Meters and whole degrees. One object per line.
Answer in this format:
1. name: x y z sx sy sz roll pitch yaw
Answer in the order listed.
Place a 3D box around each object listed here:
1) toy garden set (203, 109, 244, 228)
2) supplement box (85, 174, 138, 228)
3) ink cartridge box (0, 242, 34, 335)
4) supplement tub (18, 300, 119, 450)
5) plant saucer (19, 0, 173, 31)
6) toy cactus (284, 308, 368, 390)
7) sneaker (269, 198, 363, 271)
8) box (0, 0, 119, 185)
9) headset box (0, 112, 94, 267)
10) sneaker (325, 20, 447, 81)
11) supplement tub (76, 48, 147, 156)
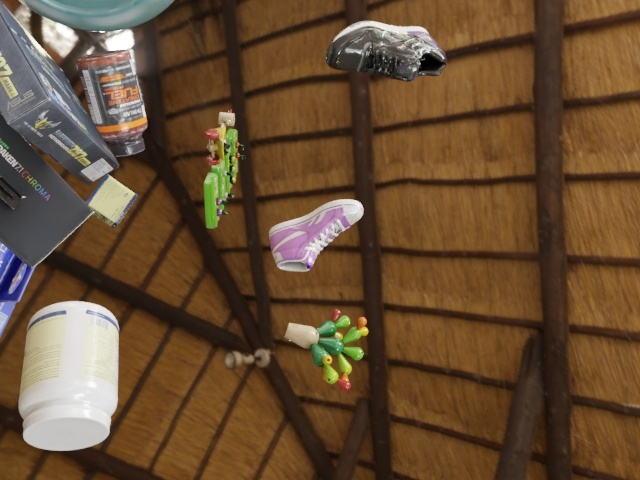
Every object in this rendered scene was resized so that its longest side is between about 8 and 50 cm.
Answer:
1. toy garden set: -0.194 -0.175 1.358 0.049 0.204 0.244 6 -144 2
2. supplement box: -0.470 -0.087 1.441 0.056 0.083 0.083 -17 -140 62
3. ink cartridge box: -0.720 0.037 1.242 0.395 0.151 0.270 14 -112 6
4. supplement tub: -0.646 0.348 1.669 0.235 0.235 0.325 -30 -131 22
5. plant saucer: -0.322 -0.429 0.857 0.317 0.317 0.044 -33 -147 19
6. toy cactus: 0.012 0.224 1.423 0.219 0.180 0.112 -73 -178 -47
7. sneaker: 0.000 0.001 1.781 0.282 0.102 0.161 -24 -130 12
8. box: -0.358 -0.188 0.821 0.059 0.233 0.183 -33 -102 -6
9. headset box: -0.514 -0.113 0.991 0.131 0.246 0.283 -47 -138 -17
10. sneaker: 0.153 -0.401 1.397 0.283 0.107 0.124 -14 -129 -27
11. supplement tub: -0.405 -0.270 1.276 0.105 0.198 0.106 -8 -157 3
